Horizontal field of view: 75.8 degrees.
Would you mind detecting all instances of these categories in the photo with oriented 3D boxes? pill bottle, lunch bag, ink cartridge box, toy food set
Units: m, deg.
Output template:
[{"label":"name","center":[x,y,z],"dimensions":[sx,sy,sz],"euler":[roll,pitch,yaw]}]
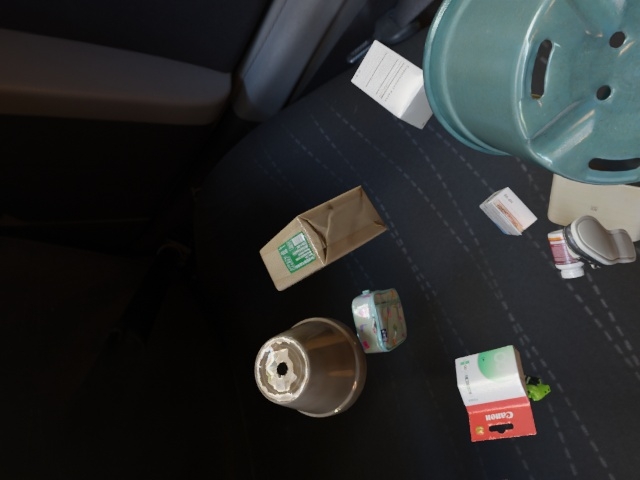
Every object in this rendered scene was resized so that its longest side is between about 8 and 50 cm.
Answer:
[{"label":"pill bottle","center":[0.809,0.042,1.347],"dimensions":[0.086,0.086,0.152],"euler":[-15,91,-36]},{"label":"lunch bag","center":[0.226,0.290,1.536],"dimensions":[0.279,0.107,0.224],"euler":[2,77,-60]},{"label":"ink cartridge box","center":[0.474,0.421,1.139],"dimensions":[0.056,0.180,0.225],"euler":[38,42,-28]},{"label":"ink cartridge box","center":[0.465,-0.071,1.020],"dimensions":[0.104,0.060,0.180],"euler":[50,11,6]},{"label":"toy food set","center":[0.939,-0.136,1.389],"dimensions":[0.305,0.220,0.092],"euler":[22,54,37]}]

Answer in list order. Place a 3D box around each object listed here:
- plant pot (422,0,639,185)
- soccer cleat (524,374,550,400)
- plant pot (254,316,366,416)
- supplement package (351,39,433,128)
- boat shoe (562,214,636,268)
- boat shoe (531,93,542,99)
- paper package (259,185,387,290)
[{"label":"plant pot","center":[0.338,-0.245,0.560],"dimensions":[0.340,0.341,0.334],"euler":[27,24,-8]},{"label":"soccer cleat","center":[0.665,0.460,1.325],"dimensions":[0.072,0.179,0.060],"euler":[-23,95,-4]},{"label":"plant pot","center":[-0.051,0.397,1.297],"dimensions":[0.280,0.323,0.324],"euler":[28,35,-59]},{"label":"supplement package","center":[0.297,-0.585,1.551],"dimensions":[0.177,0.175,0.293],"euler":[3,39,-50]},{"label":"boat shoe","center":[0.262,0.005,0.398],"dimensions":[0.125,0.038,0.046],"euler":[3,72,-37]},{"label":"boat shoe","center":[0.374,-0.262,0.814],"dimensions":[0.189,0.068,0.072],"euler":[-6,31,-7]},{"label":"paper package","center":[0.000,0.000,1.347],"dimensions":[0.309,0.324,0.168],"euler":[-29,87,-36]}]
